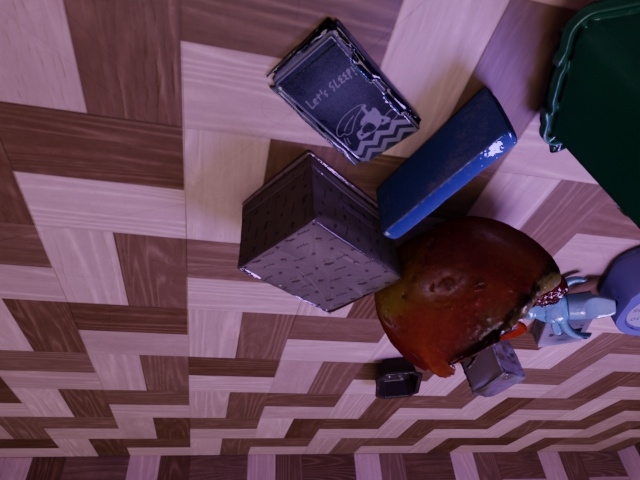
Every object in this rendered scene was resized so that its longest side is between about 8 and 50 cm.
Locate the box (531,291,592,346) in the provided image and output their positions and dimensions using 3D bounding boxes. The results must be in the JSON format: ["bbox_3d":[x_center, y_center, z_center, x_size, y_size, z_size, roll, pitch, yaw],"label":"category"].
[{"bbox_3d":[0.817,0.271,1.459,0.156,0.067,0.242,-9,140,7],"label":"box"}]

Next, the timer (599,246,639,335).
[{"bbox_3d":[1.043,0.164,1.271,0.396,0.173,0.394,-3,140,-3],"label":"timer"}]

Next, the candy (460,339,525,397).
[{"bbox_3d":[0.616,0.452,1.578,0.137,0.184,0.195,13,133,-27],"label":"candy"}]

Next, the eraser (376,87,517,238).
[{"bbox_3d":[0.229,-0.139,0.847,0.043,0.144,0.312,24,133,-27],"label":"eraser"}]

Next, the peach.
[{"bbox_3d":[0.330,0.124,1.000,0.417,0.339,0.352,-7,103,40],"label":"peach"}]

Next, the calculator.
[{"bbox_3d":[0.050,-0.250,0.790,0.166,0.028,0.274,-29,133,31],"label":"calculator"}]

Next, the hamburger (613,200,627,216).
[{"bbox_3d":[0.785,-0.107,0.978,0.208,0.135,0.155,3,158,-32],"label":"hamburger"}]

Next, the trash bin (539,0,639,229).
[{"bbox_3d":[0.525,-0.169,0.655,0.260,0.380,0.295,-9,140,7],"label":"trash bin"}]

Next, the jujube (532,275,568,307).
[{"bbox_3d":[0.632,0.144,1.267,0.166,0.104,0.104,-26,136,28],"label":"jujube"}]

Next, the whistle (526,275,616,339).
[{"bbox_3d":[0.732,0.202,1.312,0.274,0.186,0.093,-6,-176,27],"label":"whistle"}]

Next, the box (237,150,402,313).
[{"bbox_3d":[0.000,0.000,0.960,0.225,0.190,0.297,-32,133,31],"label":"box"}]

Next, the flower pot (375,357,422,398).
[{"bbox_3d":[0.302,0.543,1.721,0.179,0.084,0.250,-5,139,2],"label":"flower pot"}]

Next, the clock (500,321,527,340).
[{"bbox_3d":[0.591,0.276,1.447,0.155,0.061,0.113,24,141,-25],"label":"clock"}]
